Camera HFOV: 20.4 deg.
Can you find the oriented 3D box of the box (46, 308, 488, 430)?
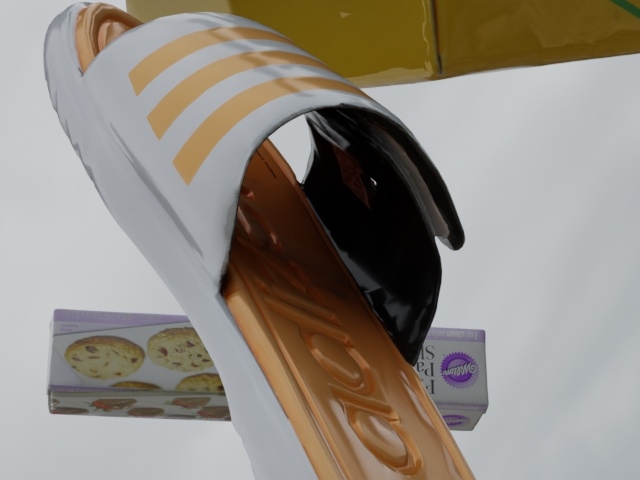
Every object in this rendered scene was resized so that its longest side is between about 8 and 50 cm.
[{"bbox_3d":[-0.040,0.097,1.313,0.063,0.324,0.067,106,166,-64],"label":"box"}]

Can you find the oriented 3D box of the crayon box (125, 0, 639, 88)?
[{"bbox_3d":[0.062,-0.112,0.748,0.323,0.203,0.083,-10,-83,-36],"label":"crayon box"}]

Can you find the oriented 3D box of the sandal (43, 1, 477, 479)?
[{"bbox_3d":[0.007,0.003,0.508,0.102,0.265,0.076,22,-64,-46],"label":"sandal"}]
